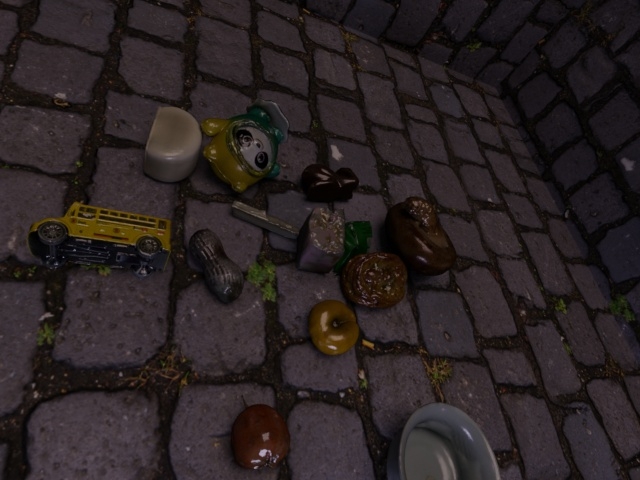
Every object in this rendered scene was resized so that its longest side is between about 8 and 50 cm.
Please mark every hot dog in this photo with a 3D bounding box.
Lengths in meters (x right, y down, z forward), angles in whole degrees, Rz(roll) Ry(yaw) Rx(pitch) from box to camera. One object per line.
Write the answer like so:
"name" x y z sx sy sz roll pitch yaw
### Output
"hot dog" 0.212 0.143 1.467 0.271 0.122 0.196 8 82 -27

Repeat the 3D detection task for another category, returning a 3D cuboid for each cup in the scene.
"cup" 0.323 0.658 1.157 0.346 0.163 0.348 16 52 -21

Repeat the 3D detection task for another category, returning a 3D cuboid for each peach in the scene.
"peach" 0.043 0.275 1.297 0.179 0.103 0.179 18 51 -23

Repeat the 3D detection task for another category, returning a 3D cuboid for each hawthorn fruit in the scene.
"hawthorn fruit" -0.160 0.474 1.016 0.149 0.149 0.189 -21 72 -38

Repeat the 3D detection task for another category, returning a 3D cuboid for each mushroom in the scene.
"mushroom" 0.393 -0.010 1.617 0.344 0.239 0.346 18 63 -40

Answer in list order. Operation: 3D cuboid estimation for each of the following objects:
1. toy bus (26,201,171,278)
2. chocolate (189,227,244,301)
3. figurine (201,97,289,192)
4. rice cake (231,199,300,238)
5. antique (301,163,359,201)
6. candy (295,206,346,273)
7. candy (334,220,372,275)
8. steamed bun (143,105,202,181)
"toy bus" -0.581 -0.006 1.099 0.329 0.144 0.152 10 55 -26
"chocolate" -0.313 0.070 1.228 0.110 0.110 0.248 -28 78 -40
"figurine" -0.267 -0.338 1.469 0.324 0.231 0.340 53 49 -26
"rice cake" -0.192 -0.071 1.426 0.255 0.057 0.052 22 76 -14
"antique" 0.043 -0.239 1.644 0.256 0.121 0.144 -5 53 -25
"candy" 0.000 0.000 1.408 0.137 0.195 0.185 15 57 -15
"candy" 0.122 0.029 1.479 0.141 0.204 0.078 1 15 -22
"steamed bun" -0.485 -0.320 1.365 0.164 0.146 0.242 13 54 -17
